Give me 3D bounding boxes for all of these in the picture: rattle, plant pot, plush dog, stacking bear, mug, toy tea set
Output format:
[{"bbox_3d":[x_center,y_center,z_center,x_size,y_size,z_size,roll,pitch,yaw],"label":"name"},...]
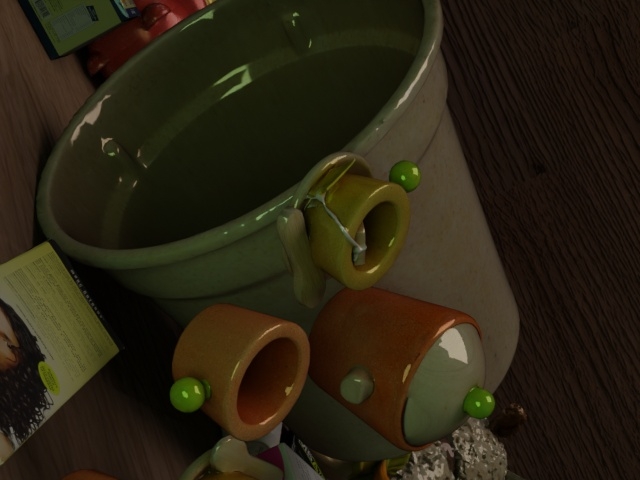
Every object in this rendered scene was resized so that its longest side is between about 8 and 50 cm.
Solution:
[{"bbox_3d":[-0.007,0.193,1.283,0.200,0.130,0.143,50,45,-16],"label":"rattle"},{"bbox_3d":[0.000,0.000,1.017,0.305,0.333,0.334,58,10,-34],"label":"plant pot"},{"bbox_3d":[0.125,0.276,1.566,0.225,0.210,0.262,-6,66,-53],"label":"plush dog"},{"bbox_3d":[-0.165,-0.232,1.377,0.164,0.175,0.289,56,17,-12],"label":"stacking bear"},{"bbox_3d":[-0.056,0.165,1.127,0.078,0.062,0.064,49,23,-36],"label":"mug"},{"bbox_3d":[-0.010,0.116,0.751,0.124,0.336,0.200,24,-28,33],"label":"toy tea set"}]

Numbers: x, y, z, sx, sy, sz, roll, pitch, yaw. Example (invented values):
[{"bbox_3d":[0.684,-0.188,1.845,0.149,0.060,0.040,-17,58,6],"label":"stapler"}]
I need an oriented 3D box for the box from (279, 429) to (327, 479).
[{"bbox_3d":[0.001,0.286,1.159,0.191,0.045,0.184,61,6,-11],"label":"box"}]

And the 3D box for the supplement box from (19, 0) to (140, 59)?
[{"bbox_3d":[-0.225,-0.224,1.185,0.083,0.083,0.056,62,8,-10],"label":"supplement box"}]

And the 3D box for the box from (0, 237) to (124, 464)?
[{"bbox_3d":[-0.176,0.063,0.688,0.087,0.058,0.232,58,8,-6],"label":"box"}]

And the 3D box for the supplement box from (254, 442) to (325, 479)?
[{"bbox_3d":[-0.015,0.251,0.924,0.220,0.111,0.114,53,13,-53],"label":"supplement box"}]
